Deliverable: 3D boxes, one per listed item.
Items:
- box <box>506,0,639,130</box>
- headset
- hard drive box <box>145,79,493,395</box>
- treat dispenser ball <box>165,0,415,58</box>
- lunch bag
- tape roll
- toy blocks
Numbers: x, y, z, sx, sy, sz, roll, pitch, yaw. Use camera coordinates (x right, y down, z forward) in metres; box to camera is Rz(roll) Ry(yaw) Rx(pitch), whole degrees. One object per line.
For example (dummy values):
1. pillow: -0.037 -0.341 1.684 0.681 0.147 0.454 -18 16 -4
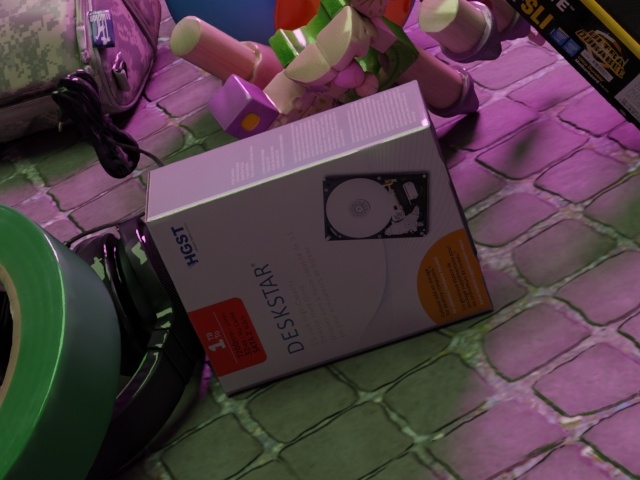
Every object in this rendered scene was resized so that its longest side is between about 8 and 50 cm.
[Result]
1. box: 0.318 -0.262 1.395 0.322 0.257 0.079 -43 -5 -34
2. headset: -0.222 0.037 1.317 0.243 0.185 0.394 -9 42 21
3. hard drive box: 0.000 0.000 1.232 0.232 0.181 0.089 -19 30 7
4. treat dispenser ball: -0.032 -0.306 1.664 0.288 0.288 0.288 -17 29 10
5. lunch bag: -0.357 -0.234 1.870 0.305 0.212 0.256 -13 46 17
6. tape roll: -0.308 0.123 1.203 0.321 0.077 0.321 -16 55 24
7. toy blocks: 0.070 -0.145 1.440 0.288 0.260 0.309 -45 50 17
